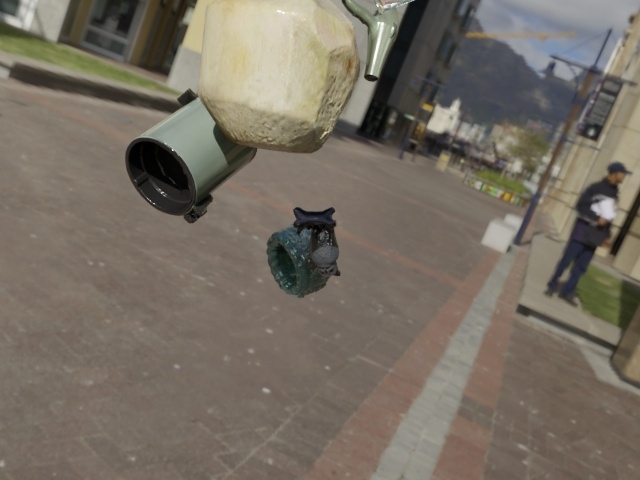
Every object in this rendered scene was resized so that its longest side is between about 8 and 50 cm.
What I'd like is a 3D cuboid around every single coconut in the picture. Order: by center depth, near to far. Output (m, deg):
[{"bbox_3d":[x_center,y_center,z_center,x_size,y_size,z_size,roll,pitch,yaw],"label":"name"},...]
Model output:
[{"bbox_3d":[-0.083,-0.400,1.632,0.345,0.415,0.415,6,17,-38],"label":"coconut"}]

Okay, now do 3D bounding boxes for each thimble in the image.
[{"bbox_3d":[-0.060,0.062,2.278,0.143,0.235,0.198,-26,18,-30],"label":"thimble"}]

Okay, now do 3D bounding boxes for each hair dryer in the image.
[{"bbox_3d":[0.123,-0.532,1.937,0.088,0.218,0.225,-3,-2,45],"label":"hair dryer"}]

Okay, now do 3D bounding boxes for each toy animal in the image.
[{"bbox_3d":[0.001,0.002,1.988,0.121,0.210,0.117,-3,36,12],"label":"toy animal"}]

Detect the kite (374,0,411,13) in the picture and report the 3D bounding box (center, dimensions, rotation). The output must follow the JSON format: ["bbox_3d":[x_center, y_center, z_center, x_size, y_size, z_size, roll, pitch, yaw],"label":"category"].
[{"bbox_3d":[0.177,-0.587,1.423,0.335,0.314,0.011,20,7,-1],"label":"kite"}]

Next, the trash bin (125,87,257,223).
[{"bbox_3d":[-0.321,-0.219,1.847,0.277,0.217,0.262,54,46,-10],"label":"trash bin"}]
